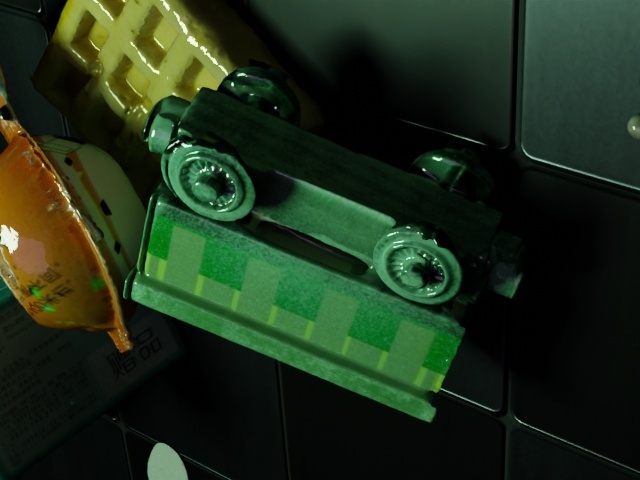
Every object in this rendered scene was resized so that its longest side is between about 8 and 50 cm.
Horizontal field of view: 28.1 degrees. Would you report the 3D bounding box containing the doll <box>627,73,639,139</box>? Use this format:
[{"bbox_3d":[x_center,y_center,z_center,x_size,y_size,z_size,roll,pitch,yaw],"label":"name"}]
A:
[{"bbox_3d":[0.240,-0.077,0.763,0.114,0.085,0.152,-7,125,20],"label":"doll"}]

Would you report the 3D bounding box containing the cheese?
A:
[{"bbox_3d":[-0.244,-0.049,1.112,0.329,0.129,0.217,62,161,2],"label":"cheese"}]

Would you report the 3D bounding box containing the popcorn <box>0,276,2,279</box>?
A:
[{"bbox_3d":[-0.330,0.118,1.365,0.185,0.167,0.187,-31,118,20],"label":"popcorn"}]

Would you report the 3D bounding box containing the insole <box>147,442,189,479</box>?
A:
[{"bbox_3d":[-0.176,0.304,1.479,0.065,0.004,0.197,30,135,24],"label":"insole"}]

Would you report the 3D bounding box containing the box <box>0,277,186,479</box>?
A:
[{"bbox_3d":[-0.268,0.106,1.241,0.092,0.245,0.153,-5,113,48],"label":"box"}]

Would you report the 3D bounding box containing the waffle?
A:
[{"bbox_3d":[-0.130,-0.125,1.092,0.248,0.055,0.221,49,140,5],"label":"waffle"}]

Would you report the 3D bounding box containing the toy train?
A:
[{"bbox_3d":[0.000,0.000,0.967,0.301,0.120,0.202,22,133,6],"label":"toy train"}]
